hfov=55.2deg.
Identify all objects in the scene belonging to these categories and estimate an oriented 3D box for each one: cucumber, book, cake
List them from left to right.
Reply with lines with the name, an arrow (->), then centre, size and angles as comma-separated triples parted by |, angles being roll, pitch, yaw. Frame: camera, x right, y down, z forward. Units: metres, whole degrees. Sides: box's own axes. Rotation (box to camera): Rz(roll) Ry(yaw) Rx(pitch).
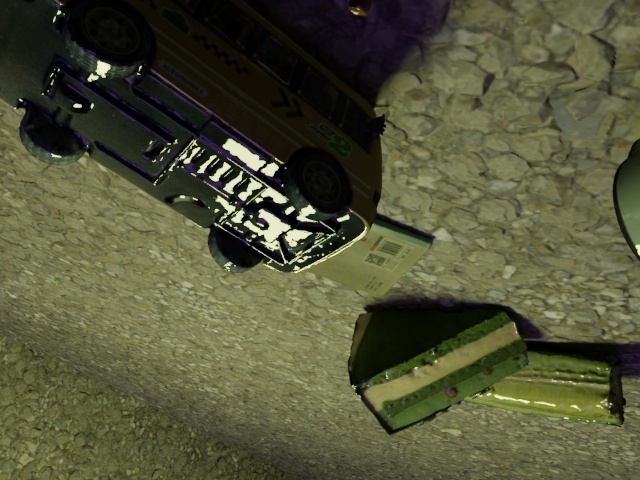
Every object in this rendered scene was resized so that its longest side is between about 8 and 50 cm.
book -> 0.000, 0.000, 0.927 | 0.282, 0.025, 0.215 | 21, 150, -8
cake -> 0.197, 0.183, 1.074 | 0.283, 0.172, 0.158 | -28, 121, 10
cucumber -> 0.364, 0.249, 1.083 | 0.325, 0.105, 0.145 | -5, 153, 37

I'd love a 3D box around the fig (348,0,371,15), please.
fig -> 0.044, -0.230, 0.401 | 0.128, 0.150, 0.128 | 52, 168, 15

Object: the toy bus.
toy bus -> -0.110, -0.129, 0.585 | 0.365, 0.202, 0.177 | 34, 141, -22

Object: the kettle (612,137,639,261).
kettle -> 0.370, -0.024, 0.480 | 0.161, 0.221, 0.236 | 6, 160, -31
